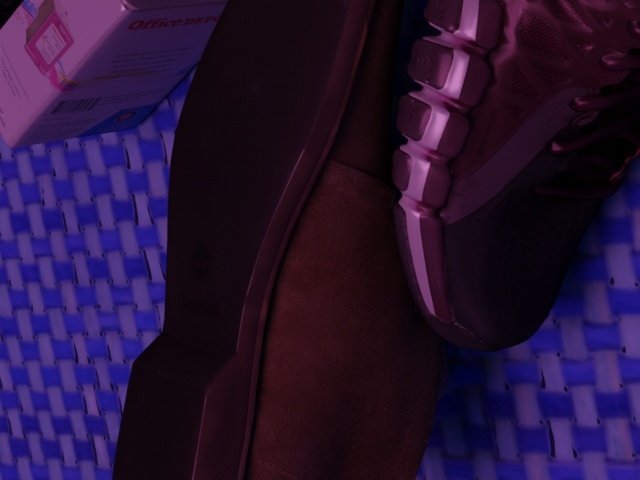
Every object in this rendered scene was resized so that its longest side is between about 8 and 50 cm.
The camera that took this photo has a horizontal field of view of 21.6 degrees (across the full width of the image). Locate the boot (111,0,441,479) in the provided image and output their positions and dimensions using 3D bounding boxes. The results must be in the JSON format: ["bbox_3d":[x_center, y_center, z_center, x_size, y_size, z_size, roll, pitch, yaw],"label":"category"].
[{"bbox_3d":[0.000,0.000,0.715,0.112,0.115,0.305,23,102,62],"label":"boot"}]

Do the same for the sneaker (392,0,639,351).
[{"bbox_3d":[0.126,-0.070,0.634,0.162,0.106,0.281,20,114,33],"label":"sneaker"}]

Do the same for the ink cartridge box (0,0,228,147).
[{"bbox_3d":[-0.104,-0.103,0.837,0.122,0.088,0.052,-39,73,41],"label":"ink cartridge box"}]

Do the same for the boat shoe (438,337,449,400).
[{"bbox_3d":[-0.012,-0.007,0.794,0.065,0.075,0.206,-26,89,40],"label":"boat shoe"}]

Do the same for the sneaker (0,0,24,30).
[{"bbox_3d":[-0.201,-0.166,0.939,0.075,0.057,0.161,-33,81,59],"label":"sneaker"}]
